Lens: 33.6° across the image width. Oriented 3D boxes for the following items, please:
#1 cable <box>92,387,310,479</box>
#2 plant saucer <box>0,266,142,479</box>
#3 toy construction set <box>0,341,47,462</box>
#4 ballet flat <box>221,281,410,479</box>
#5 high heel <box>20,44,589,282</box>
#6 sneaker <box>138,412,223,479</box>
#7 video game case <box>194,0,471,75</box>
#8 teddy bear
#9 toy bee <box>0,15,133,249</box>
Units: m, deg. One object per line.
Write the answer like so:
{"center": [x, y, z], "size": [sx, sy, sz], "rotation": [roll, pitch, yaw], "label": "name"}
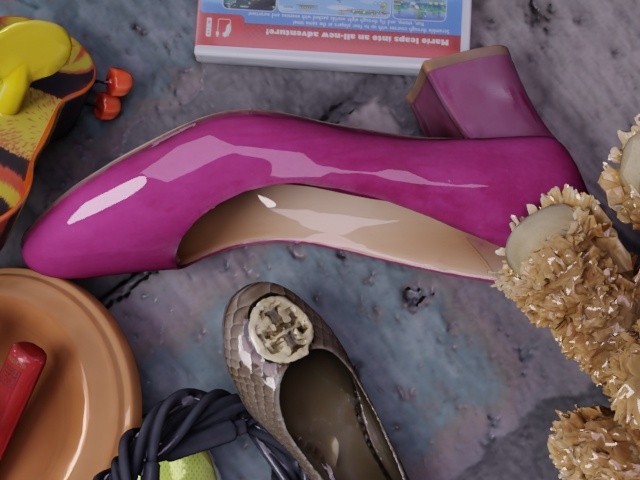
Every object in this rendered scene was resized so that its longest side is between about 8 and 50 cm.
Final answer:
{"center": [-0.071, 0.170, 0.683], "size": [0.150, 0.047, 0.184], "rotation": [47, 42, -13], "label": "cable"}
{"center": [-0.218, 0.115, 0.712], "size": [0.200, 0.037, 0.200], "rotation": [-2, 81, 15], "label": "plant saucer"}
{"center": [-0.355, 0.113, 0.645], "size": [0.309, 0.257, 0.237], "rotation": [24, 105, -6], "label": "toy construction set"}
{"center": [0.016, 0.137, 0.700], "size": [0.084, 0.058, 0.250], "rotation": [-29, 95, -28], "label": "ballet flat"}
{"center": [0.000, 0.000, 0.710], "size": [0.377, 0.127, 0.181], "rotation": [-20, 75, -6], "label": "high heel"}
{"center": [-0.104, 0.217, 0.696], "size": [0.081, 0.094, 0.208], "rotation": [-3, 80, 0], "label": "sneaker"}
{"center": [0.016, -0.269, 0.805], "size": [0.204, 0.025, 0.285], "rotation": [4, 81, -1], "label": "video game case"}
{"center": [0.239, 0.081, 0.604], "size": [0.338, 0.113, 0.245], "rotation": [43, 99, 28], "label": "teddy bear"}
{"center": [-0.206, -0.099, 0.711], "size": [0.162, 0.195, 0.298], "rotation": [14, 69, -23], "label": "toy bee"}
